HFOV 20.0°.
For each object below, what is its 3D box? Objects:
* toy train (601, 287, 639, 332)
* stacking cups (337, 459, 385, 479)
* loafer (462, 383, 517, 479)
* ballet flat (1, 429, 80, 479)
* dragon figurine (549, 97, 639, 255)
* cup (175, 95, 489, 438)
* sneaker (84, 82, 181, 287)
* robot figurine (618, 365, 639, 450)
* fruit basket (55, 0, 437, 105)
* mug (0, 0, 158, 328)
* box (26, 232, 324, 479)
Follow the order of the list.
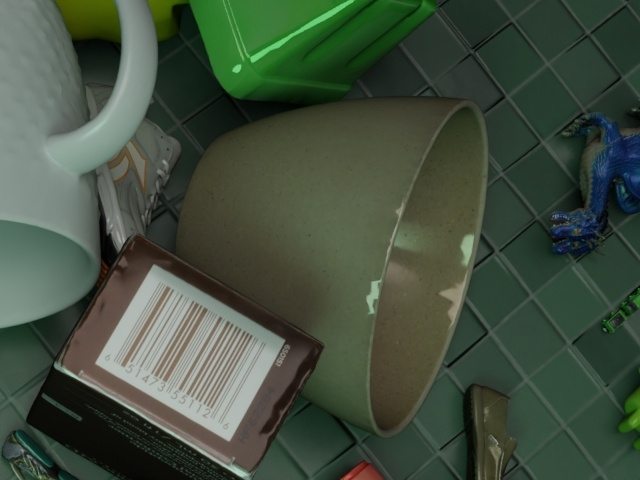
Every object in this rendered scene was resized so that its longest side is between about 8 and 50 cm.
[{"bbox_3d":[0.334,0.069,1.938,0.083,0.024,0.017,-40,88,-18],"label":"toy train"},{"bbox_3d":[0.120,0.358,1.798,0.096,0.096,0.316,-35,82,-18],"label":"stacking cups"},{"bbox_3d":[0.176,0.219,1.850,0.050,0.056,0.148,-1,77,-7],"label":"loafer"},{"bbox_3d":[-0.265,0.232,1.761,0.114,0.041,0.041,41,72,-1],"label":"ballet flat"},{"bbox_3d":[0.354,-0.079,1.945,0.289,0.085,0.144,-19,82,-16],"label":"dragon figurine"},{"bbox_3d":[0.000,0.000,1.752,0.237,0.331,0.331,15,73,17],"label":"cup"},{"bbox_3d":[-0.185,-0.060,1.780,0.121,0.099,0.262,-4,55,-22],"label":"sneaker"},{"bbox_3d":[0.366,0.170,1.899,0.115,0.067,0.101,-38,82,-18],"label":"robot figurine"},{"bbox_3d":[-0.118,-0.300,1.838,0.392,0.283,0.392,1,91,28],"label":"fruit basket"},{"bbox_3d":[-0.307,-0.128,1.643,0.374,0.276,0.328,-19,64,26],"label":"mug"},{"bbox_3d":[-0.144,0.131,1.627,0.191,0.381,0.143,31,74,-4],"label":"box"}]
